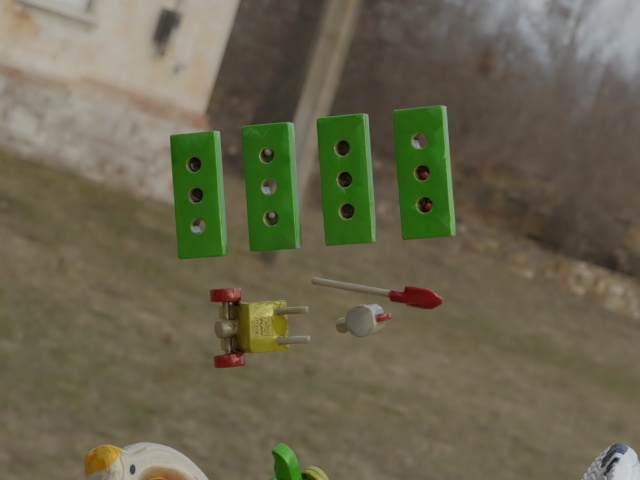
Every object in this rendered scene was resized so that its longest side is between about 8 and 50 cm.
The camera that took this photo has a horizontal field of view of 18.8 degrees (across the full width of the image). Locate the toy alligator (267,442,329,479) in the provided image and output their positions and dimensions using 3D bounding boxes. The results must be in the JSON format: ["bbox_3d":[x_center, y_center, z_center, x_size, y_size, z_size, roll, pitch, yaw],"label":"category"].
[{"bbox_3d":[-0.005,0.262,1.683,0.051,0.190,0.056,-16,17,47],"label":"toy alligator"}]

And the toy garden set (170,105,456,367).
[{"bbox_3d":[0.000,0.000,1.629,0.244,0.204,0.049,-4,-1,20],"label":"toy garden set"}]

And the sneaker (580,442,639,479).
[{"bbox_3d":[0.315,0.316,1.819,0.153,0.235,0.094,20,-39,-15],"label":"sneaker"}]

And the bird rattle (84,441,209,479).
[{"bbox_3d":[-0.113,0.264,1.584,0.143,0.207,0.253,-29,-29,37],"label":"bird rattle"}]
